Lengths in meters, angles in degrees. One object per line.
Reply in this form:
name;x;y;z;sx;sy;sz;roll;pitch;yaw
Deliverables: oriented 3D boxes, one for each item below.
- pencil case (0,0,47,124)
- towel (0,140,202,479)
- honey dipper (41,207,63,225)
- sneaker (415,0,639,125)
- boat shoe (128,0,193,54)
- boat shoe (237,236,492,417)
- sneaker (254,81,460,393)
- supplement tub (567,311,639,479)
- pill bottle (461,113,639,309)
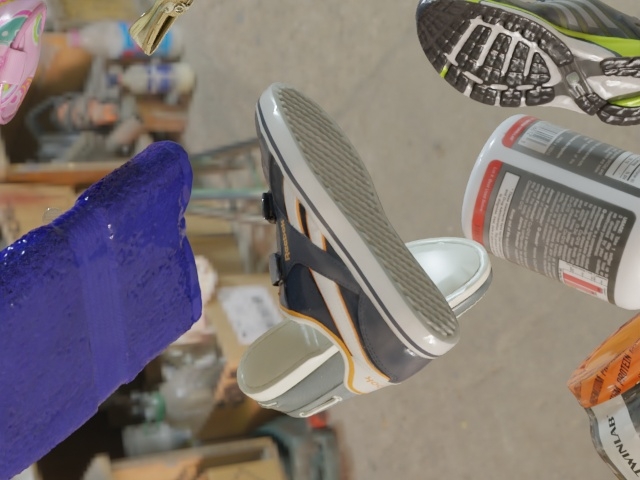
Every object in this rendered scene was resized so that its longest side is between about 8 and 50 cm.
pencil case;-0.378;-0.197;1.131;0.124;0.284;0.124;-159;90;-85
towel;-0.230;0.066;1.169;0.076;0.308;0.228;26;137;27
honey dipper;-0.343;-0.018;1.770;0.161;0.030;0.031;115;148;-83
sneaker;0.225;-0.201;1.354;0.111;0.299;0.121;-57;31;37
boat shoe;-0.219;-0.328;1.935;0.153;0.056;0.048;-36;90;34
boat shoe;0.060;0.102;1.483;0.319;0.099;0.116;-30;41;17
sneaker;0.000;0.000;1.294;0.127;0.126;0.321;-41;65;26
supplement tub;0.431;0.231;1.411;0.338;0.207;0.207;49;141;2
pill bottle;0.401;-0.027;1.889;0.362;0.210;0.210;24;116;25
